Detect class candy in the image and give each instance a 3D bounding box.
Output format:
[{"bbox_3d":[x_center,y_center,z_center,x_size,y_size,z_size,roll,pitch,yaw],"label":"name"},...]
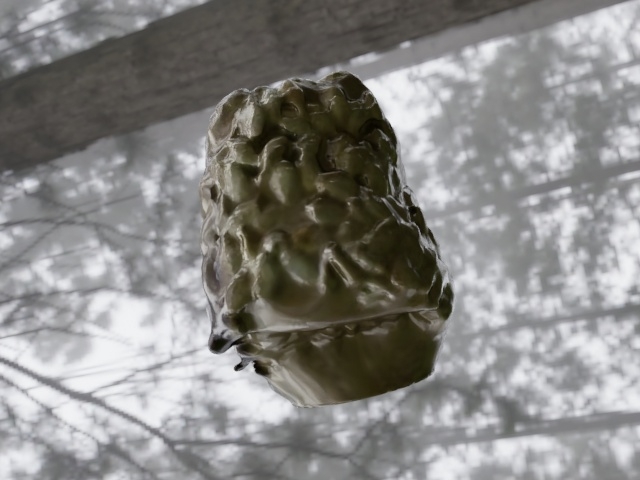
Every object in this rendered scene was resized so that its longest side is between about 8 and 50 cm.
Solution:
[{"bbox_3d":[0.000,0.000,0.463,0.095,0.085,0.110,70,-173,-57],"label":"candy"}]
